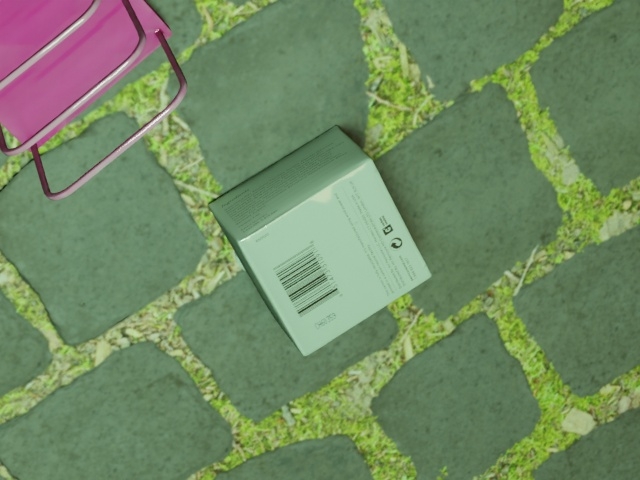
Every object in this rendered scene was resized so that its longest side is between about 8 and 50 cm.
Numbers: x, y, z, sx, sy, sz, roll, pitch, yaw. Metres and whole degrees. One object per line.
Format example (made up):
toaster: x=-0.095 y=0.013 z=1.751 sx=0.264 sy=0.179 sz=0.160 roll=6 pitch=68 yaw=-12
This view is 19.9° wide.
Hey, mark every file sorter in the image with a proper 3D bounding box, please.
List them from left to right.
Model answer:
file sorter: x=-0.298 y=-0.216 z=1.819 sx=0.202 sy=0.182 sz=0.291 roll=-39 pitch=122 yaw=5

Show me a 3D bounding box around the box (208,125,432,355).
box: x=0.000 y=0.000 z=2.083 sx=0.182 sy=0.119 sz=0.181 roll=-33 pitch=121 yaw=-6
